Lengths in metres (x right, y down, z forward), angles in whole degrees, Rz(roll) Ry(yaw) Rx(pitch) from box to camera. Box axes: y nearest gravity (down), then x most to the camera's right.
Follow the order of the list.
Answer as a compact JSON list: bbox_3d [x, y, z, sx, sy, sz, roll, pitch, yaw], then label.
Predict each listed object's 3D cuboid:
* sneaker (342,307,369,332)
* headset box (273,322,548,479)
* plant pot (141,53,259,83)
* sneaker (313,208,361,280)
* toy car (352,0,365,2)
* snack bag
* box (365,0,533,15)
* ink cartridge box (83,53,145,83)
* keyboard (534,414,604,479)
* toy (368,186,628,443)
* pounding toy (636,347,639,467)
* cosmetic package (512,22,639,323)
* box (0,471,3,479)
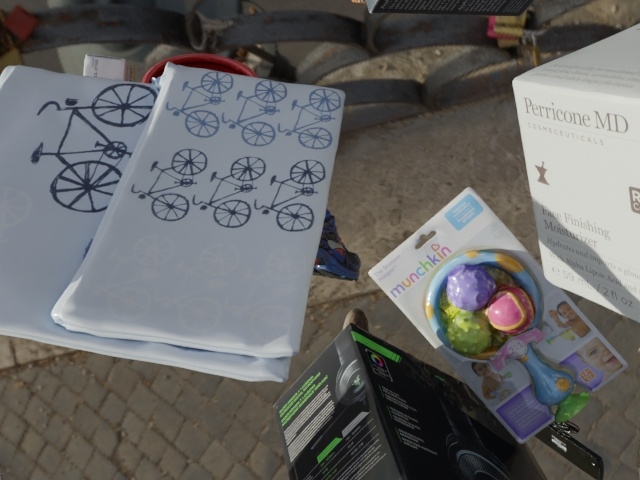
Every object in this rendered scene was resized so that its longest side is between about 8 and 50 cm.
[{"bbox_3d":[0.087,0.226,1.529,0.071,0.066,0.188,8,104,38],"label":"sneaker"},{"bbox_3d":[0.105,0.240,0.743,0.131,0.246,0.283,-50,29,18],"label":"headset box"},{"bbox_3d":[-0.190,-0.181,1.268,0.191,0.191,0.174,33,141,19],"label":"plant pot"},{"bbox_3d":[0.000,0.000,1.030,0.083,0.221,0.087,11,82,26],"label":"sneaker"},{"bbox_3d":[0.052,-0.558,1.727,0.122,0.040,0.060,17,127,-13],"label":"toy car"},{"bbox_3d":[-0.163,-0.047,0.654,0.342,0.037,0.323,8,47,4],"label":"snack bag"},{"bbox_3d":[0.264,-0.639,1.601,0.212,0.395,0.293,-48,53,56],"label":"box"},{"bbox_3d":[-0.381,-0.273,1.458,0.072,0.175,0.127,7,100,-3],"label":"ink cartridge box"},{"bbox_3d":[0.470,0.375,1.515,0.038,0.100,0.192,-34,41,-22],"label":"keyboard"},{"bbox_3d":[0.172,0.082,0.767,0.137,0.056,0.237,-41,94,15],"label":"toy"},{"bbox_3d":[0.417,0.189,0.809,0.181,0.094,0.206,-49,41,20],"label":"pounding toy"},{"bbox_3d":[0.260,-0.054,0.587,0.151,0.151,0.183,-26,115,-18],"label":"cosmetic package"},{"bbox_3d":[-0.277,0.276,0.653,0.114,0.036,0.207,28,121,58],"label":"box"}]
